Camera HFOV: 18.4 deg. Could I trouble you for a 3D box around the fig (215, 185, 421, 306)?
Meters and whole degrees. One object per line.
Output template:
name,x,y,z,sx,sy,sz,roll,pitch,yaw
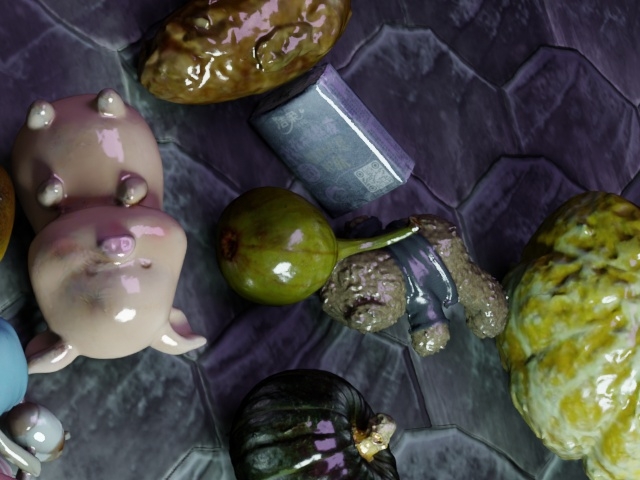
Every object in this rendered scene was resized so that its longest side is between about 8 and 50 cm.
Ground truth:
fig,0.000,0.000,2.042,0.236,0.124,0.124,-8,76,-36

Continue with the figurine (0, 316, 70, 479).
figurine,-0.268,0.176,1.672,0.205,0.103,0.260,-16,92,-50

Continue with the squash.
squash,-0.004,0.218,1.915,0.193,0.156,0.193,-1,90,-65

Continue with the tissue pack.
tissue pack,0.012,-0.108,2.144,0.156,0.112,0.051,48,40,-20

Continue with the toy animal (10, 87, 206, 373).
toy animal,-0.208,-0.010,1.809,0.154,0.167,0.250,82,-2,-77

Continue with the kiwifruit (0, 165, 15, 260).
kiwifruit,-0.311,-0.021,1.758,0.075,0.075,0.124,35,43,-32

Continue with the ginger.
ginger,-0.061,-0.245,2.089,0.321,0.172,0.165,-44,121,-51

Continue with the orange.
orange,0.314,0.124,2.260,0.210,0.271,0.368,-10,72,-11

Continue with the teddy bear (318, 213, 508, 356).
teddy bear,0.102,0.032,2.157,0.251,0.129,0.182,-9,40,-47
